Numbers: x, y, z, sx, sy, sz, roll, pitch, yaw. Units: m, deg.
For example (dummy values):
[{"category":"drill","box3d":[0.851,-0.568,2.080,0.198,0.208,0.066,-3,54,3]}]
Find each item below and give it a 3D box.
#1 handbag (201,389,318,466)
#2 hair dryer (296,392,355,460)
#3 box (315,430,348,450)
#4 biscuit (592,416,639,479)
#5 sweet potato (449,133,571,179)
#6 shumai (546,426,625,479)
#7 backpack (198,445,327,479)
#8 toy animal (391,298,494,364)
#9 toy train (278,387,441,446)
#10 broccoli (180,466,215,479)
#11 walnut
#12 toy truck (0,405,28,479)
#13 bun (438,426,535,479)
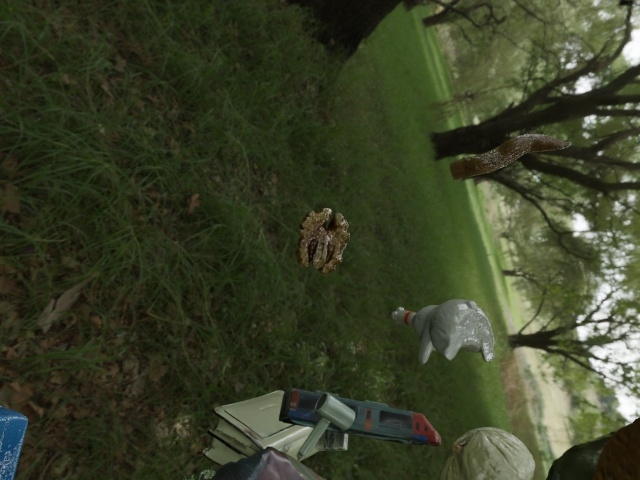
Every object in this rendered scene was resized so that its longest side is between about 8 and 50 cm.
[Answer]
[{"category":"handbag","box3d":[-0.155,0.609,1.300,0.358,0.236,0.160,16,86,-58]},{"category":"hair dryer","box3d":[0.000,0.325,0.702,0.063,0.124,0.038,37,-7,-10]},{"category":"box","box3d":[0.029,0.509,1.074,0.024,0.083,0.054,53,33,-40]},{"category":"biscuit","box3d":[0.237,0.220,0.292,0.142,0.028,0.221,24,84,-86]},{"category":"sweet potato","box3d":[0.474,-0.223,1.069,0.059,0.281,0.067,52,32,-33]},{"category":"shumai","box3d":[0.412,0.378,0.354,0.323,0.397,0.324,-51,124,-50]},{"category":"backpack","box3d":[-0.069,0.370,0.445,0.283,0.317,0.197,46,37,-7]},{"category":"toy animal","box3d":[0.283,0.215,0.986,0.282,0.140,0.139,140,-54,-70]},{"category":"toy train","box3d":[0.105,0.440,1.033,0.408,0.086,0.089,15,59,-13]},{"category":"broccoli","box3d":[-0.234,0.549,0.703,0.303,0.321,0.283,41,-8,-20]},{"category":"walnut","box3d":[0.000,0.000,1.096,0.142,0.069,0.171,23,77,-15]},{"category":"toy truck","box3d":[-0.831,0.588,0.974,0.161,0.162,0.386,52,37,-64]},{"category":"bun","box3d":[0.347,0.501,0.920,0.134,0.220,0.220,58,18,20]}]
